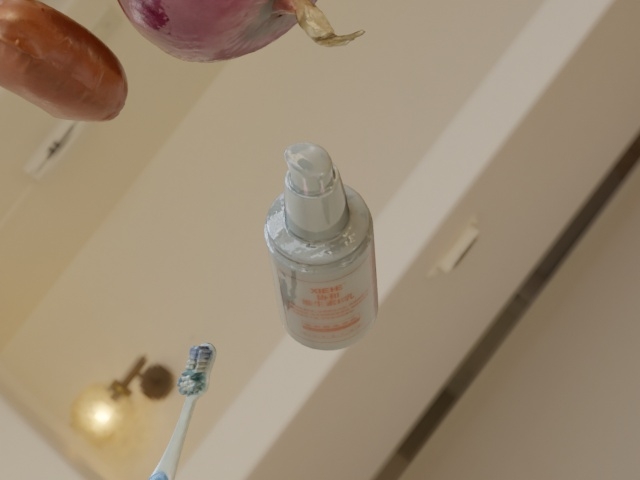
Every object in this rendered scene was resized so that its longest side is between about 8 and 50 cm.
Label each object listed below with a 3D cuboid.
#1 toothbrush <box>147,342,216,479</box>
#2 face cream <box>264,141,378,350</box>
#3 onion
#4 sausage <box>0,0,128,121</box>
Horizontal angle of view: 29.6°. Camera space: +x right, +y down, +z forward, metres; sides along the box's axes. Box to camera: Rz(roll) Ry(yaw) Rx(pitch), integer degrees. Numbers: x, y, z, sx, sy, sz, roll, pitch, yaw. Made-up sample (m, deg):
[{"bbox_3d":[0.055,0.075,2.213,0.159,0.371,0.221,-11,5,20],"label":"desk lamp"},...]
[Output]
[{"bbox_3d":[-0.182,0.291,1.288,0.040,0.386,0.040,19,-176,-1],"label":"toothbrush"},{"bbox_3d":[0.000,0.000,1.102,0.101,0.101,0.252,37,156,25],"label":"face cream"},{"bbox_3d":[-0.116,-0.384,1.687,0.358,0.358,0.345,162,89,-88],"label":"onion"},{"bbox_3d":[-0.348,-0.233,1.584,0.133,0.133,0.258,36,-178,34],"label":"sausage"}]
